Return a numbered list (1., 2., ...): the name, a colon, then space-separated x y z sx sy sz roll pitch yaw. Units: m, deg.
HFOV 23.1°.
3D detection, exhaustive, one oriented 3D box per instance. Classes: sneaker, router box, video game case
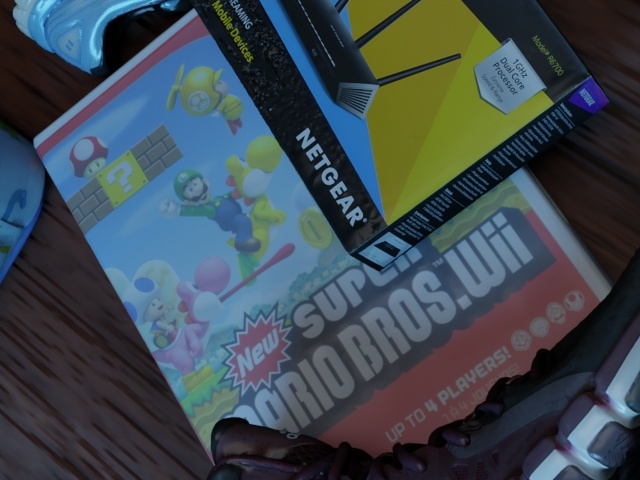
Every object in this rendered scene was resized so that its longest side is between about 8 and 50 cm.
1. sneaker: 0.037 0.090 0.651 0.162 0.106 0.281 33 96 21
2. router box: 0.028 -0.096 0.729 0.133 0.046 0.179 -37 67 11
3. sneaker: -0.083 -0.152 0.821 0.073 0.063 0.162 44 101 7
4. video game case: 0.000 0.000 0.759 0.204 0.025 0.285 -37 66 11

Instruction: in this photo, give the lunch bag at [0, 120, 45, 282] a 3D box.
1. lunch bag: -0.265 0.007 0.835 0.176 0.090 0.219 29 89 28
